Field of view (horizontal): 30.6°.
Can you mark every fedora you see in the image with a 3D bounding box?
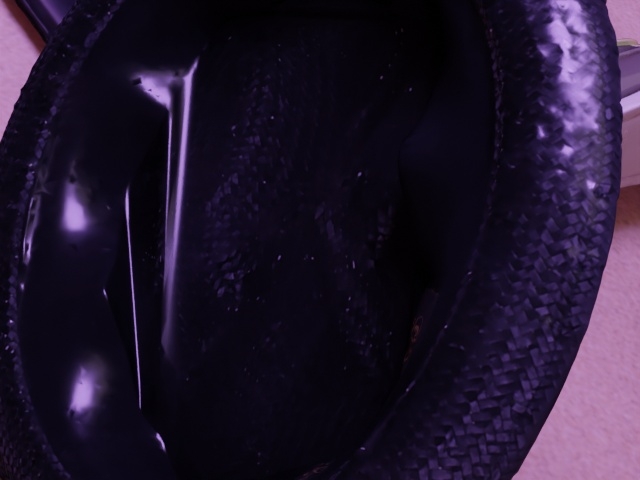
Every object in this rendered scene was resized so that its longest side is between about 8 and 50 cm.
[{"bbox_3d":[0.000,0.000,0.516,0.152,0.334,0.334,32,23,-55],"label":"fedora"}]

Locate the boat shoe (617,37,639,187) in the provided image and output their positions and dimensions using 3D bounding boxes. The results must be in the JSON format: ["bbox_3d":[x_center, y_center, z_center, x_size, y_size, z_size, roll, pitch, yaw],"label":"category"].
[{"bbox_3d":[0.188,-0.086,0.768,0.305,0.109,0.091,-23,54,-24],"label":"boat shoe"}]

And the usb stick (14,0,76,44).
[{"bbox_3d":[-0.098,-0.085,0.684,0.077,0.045,0.278,-20,59,-34],"label":"usb stick"}]
